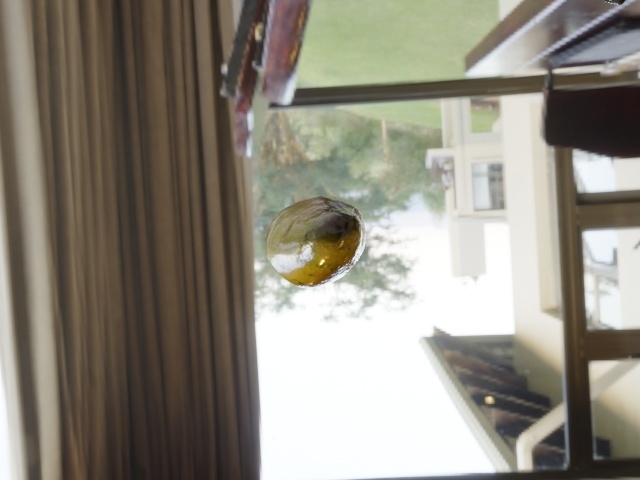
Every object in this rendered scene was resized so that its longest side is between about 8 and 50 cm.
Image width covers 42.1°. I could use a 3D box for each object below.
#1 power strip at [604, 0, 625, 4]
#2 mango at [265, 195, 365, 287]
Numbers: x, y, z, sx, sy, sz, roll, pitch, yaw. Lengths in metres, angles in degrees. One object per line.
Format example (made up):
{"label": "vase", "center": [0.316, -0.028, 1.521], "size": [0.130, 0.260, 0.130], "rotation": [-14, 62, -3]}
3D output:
{"label": "power strip", "center": [0.487, -0.421, 1.306], "size": [0.029, 0.111, 0.038], "rotation": [42, 174, -41]}
{"label": "mango", "center": [-0.003, 0.007, 1.491], "size": [0.176, 0.176, 0.329], "rotation": [20, -171, -10]}
